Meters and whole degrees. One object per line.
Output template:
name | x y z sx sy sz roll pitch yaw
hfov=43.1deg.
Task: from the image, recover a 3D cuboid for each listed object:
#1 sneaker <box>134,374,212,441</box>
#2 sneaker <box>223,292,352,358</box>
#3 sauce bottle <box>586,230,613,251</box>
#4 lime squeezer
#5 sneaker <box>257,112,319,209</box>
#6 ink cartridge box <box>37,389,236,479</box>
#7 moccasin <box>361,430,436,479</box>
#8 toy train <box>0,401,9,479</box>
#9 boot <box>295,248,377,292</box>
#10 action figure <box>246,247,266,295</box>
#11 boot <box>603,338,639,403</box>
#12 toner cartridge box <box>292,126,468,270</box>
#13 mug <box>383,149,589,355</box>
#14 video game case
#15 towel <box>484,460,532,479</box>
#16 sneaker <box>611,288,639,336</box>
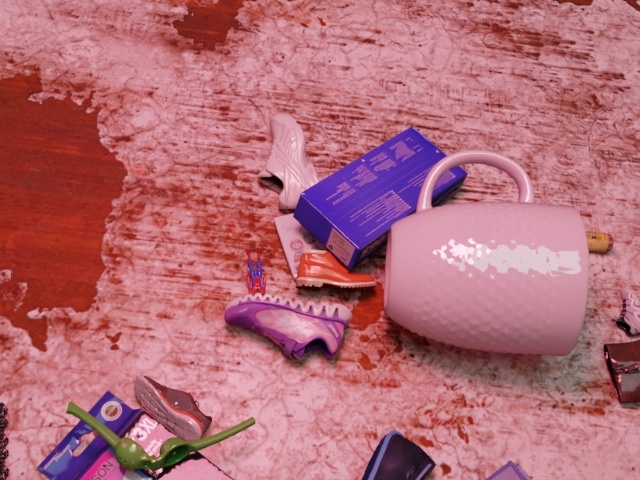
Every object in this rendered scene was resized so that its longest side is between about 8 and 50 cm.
sneaker | -0.256 0.286 1.413 0.158 0.061 0.065 38 35 13
sneaker | -0.061 0.162 1.484 0.237 0.095 0.104 8 67 -4
sauce bottle | 0.540 0.000 1.683 0.128 0.042 0.042 4 59 -7
lime squeezer | -0.263 0.328 1.319 0.311 0.058 0.110 5 26 -5
sneaker | -0.080 -0.165 1.673 0.115 0.090 0.232 -14 62 -12
ink cartridge box | -0.271 0.408 1.327 0.371 0.069 0.175 33 61 14
moccasin | 0.096 0.468 1.296 0.117 0.137 0.342 27 61 4
toy train | -0.538 0.346 1.345 0.036 0.027 0.158 -9 61 -9
boot | 0.033 0.057 1.559 0.158 0.059 0.084 7 74 -10
action figure | -0.125 0.067 1.565 0.038 0.030 0.115 0 62 -14
boot | 0.663 0.290 1.523 0.207 0.090 0.248 -11 62 0
toner cartridge box | 0.125 -0.093 1.628 0.348 0.075 0.165 -33 69 -35
mug | 0.288 0.016 1.487 0.328 0.276 0.374 4 81 1
video game case | 0.000 0.000 1.625 0.157 0.019 0.143 -13 62 -14
towel | 0.308 0.505 1.265 0.209 0.034 0.285 -37 41 -1
sneaker | 0.604 0.144 1.609 0.069 0.038 0.098 -13 62 -16
